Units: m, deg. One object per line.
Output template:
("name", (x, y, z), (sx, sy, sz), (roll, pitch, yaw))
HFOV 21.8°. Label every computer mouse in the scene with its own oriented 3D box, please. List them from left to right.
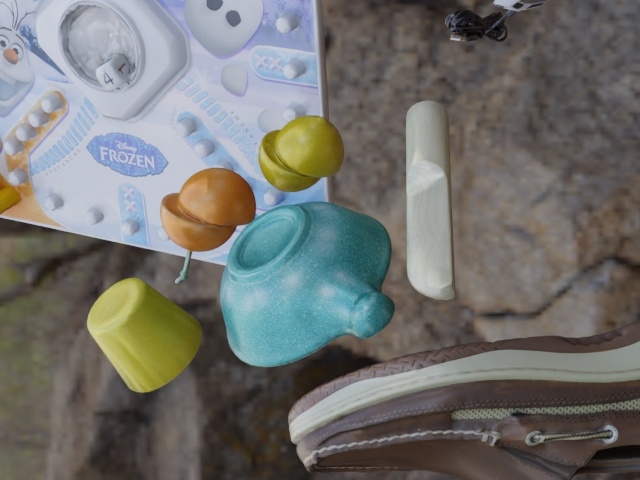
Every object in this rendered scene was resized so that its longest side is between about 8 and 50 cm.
("computer mouse", (0.219, -0.272, 1.762), (0.193, 0.106, 0.042), (-35, 71, 39))

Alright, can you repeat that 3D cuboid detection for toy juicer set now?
("toy juicer set", (0.000, 0.000, 1.159), (0.329, 0.089, 0.209), (-12, 41, 39))

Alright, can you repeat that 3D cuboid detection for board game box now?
("board game box", (-0.179, -0.158, 1.348), (0.390, 0.050, 0.390), (12, 123, 25))

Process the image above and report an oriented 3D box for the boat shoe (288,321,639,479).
("boat shoe", (0.114, 0.103, 0.866), (0.095, 0.257, 0.095), (74, -174, -71))
